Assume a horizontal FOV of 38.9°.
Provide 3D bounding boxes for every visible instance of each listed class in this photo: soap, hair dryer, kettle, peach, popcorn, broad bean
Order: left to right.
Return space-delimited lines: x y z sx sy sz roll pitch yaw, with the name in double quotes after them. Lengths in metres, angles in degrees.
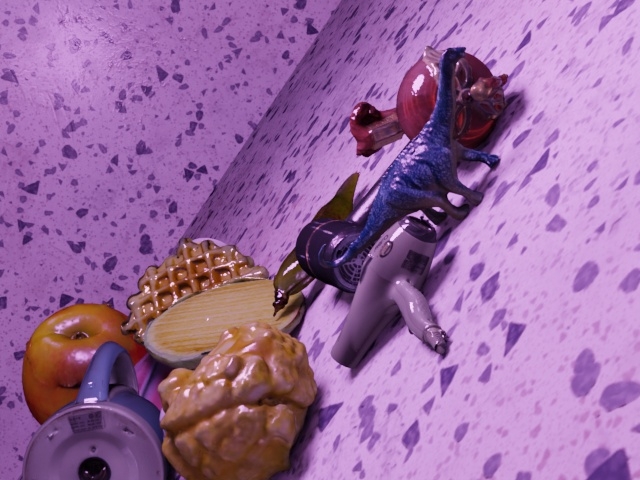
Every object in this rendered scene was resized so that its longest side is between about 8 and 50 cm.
-0.604 0.346 2.367 0.370 0.370 0.370 -51 15 19 "peach"
-0.397 0.358 1.732 0.342 0.247 0.320 -100 9 -85 "kettle"
-0.427 0.422 2.021 0.193 0.109 0.324 -47 17 32 "soap"
-0.111 0.231 1.266 0.255 0.195 0.256 -15 43 55 "popcorn"
0.000 0.000 1.617 0.077 0.061 0.339 -8 37 46 "broad bean"
0.084 0.107 1.158 0.219 0.088 0.225 -53 28 38 "hair dryer"
0.110 -0.075 1.413 0.352 0.107 0.189 -51 16 -5 "hair dryer"

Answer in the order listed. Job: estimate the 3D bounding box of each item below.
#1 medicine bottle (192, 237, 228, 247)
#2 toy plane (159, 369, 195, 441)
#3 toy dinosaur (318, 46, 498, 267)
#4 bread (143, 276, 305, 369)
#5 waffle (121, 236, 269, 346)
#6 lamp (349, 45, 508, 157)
-0.283 0.130 2.117 0.143 0.143 0.258 -42 28 43 "medicine bottle"
-0.211 0.276 1.624 0.252 0.118 0.252 -53 15 21 "toy plane"
0.139 -0.080 1.227 0.363 0.147 0.076 -57 10 25 "toy dinosaur"
-0.169 0.144 1.616 0.301 0.045 0.301 -11 23 4 "bread"
-0.271 0.129 1.970 0.317 0.073 0.297 18 64 30 "waffle"
0.165 -0.185 1.327 0.215 0.151 0.223 -19 -14 -18 "lamp"
